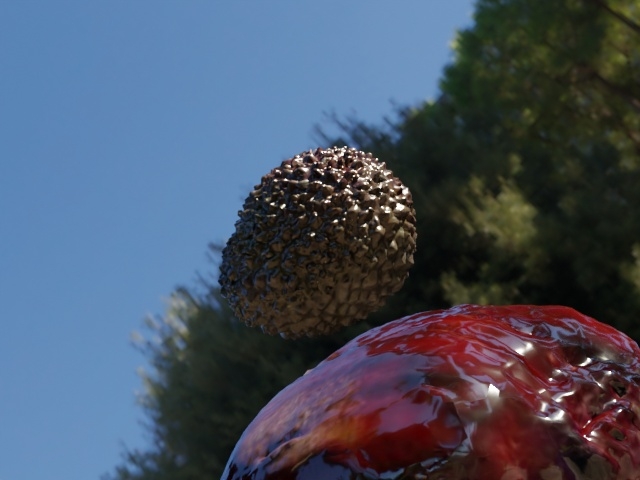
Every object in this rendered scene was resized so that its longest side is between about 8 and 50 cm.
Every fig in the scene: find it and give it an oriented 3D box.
[{"bbox_3d":[0.062,0.136,0.647,0.263,0.224,0.224,-16,-29,26],"label":"fig"}]

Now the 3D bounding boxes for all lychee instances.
[{"bbox_3d":[0.000,0.000,0.510,0.083,0.068,0.067,-46,-58,-25],"label":"lychee"}]
